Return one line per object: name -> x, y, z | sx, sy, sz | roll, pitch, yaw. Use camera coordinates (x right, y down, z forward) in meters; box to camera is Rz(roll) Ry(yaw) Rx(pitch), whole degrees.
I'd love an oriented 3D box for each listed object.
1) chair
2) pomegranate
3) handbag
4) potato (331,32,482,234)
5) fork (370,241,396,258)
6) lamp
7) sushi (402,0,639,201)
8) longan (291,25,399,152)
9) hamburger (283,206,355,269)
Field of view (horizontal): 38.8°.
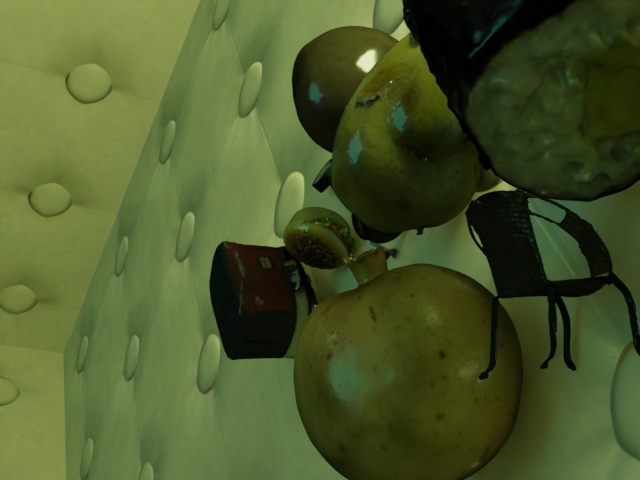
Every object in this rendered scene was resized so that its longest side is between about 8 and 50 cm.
chair -> 0.250, 0.047, 1.027 | 0.174, 0.149, 0.213 | -26, 71, 61
pomegranate -> 0.106, 0.161, 1.172 | 0.319, 0.319, 0.319 | -38, 46, 54
handbag -> -0.102, 0.107, 1.729 | 0.254, 0.181, 0.181 | -118, 36, -53
potato -> 0.151, -0.175, 1.321 | 0.351, 0.218, 0.202 | -67, -12, 9
fork -> 0.109, 0.014, 1.556 | 0.016, 0.012, 0.115 | -71, 21, 5
lamp -> 0.065, -0.067, 1.629 | 0.130, 0.108, 0.371 | -57, 15, -5
sushi -> 0.255, -0.234, 1.015 | 0.294, 0.281, 0.299 | -104, -8, -48
longan -> 0.055, -0.244, 1.503 | 0.248, 0.248, 0.248 | -38, 46, 54
hamburger -> 0.000, 0.000, 1.655 | 0.141, 0.126, 0.081 | -2, 49, 23
